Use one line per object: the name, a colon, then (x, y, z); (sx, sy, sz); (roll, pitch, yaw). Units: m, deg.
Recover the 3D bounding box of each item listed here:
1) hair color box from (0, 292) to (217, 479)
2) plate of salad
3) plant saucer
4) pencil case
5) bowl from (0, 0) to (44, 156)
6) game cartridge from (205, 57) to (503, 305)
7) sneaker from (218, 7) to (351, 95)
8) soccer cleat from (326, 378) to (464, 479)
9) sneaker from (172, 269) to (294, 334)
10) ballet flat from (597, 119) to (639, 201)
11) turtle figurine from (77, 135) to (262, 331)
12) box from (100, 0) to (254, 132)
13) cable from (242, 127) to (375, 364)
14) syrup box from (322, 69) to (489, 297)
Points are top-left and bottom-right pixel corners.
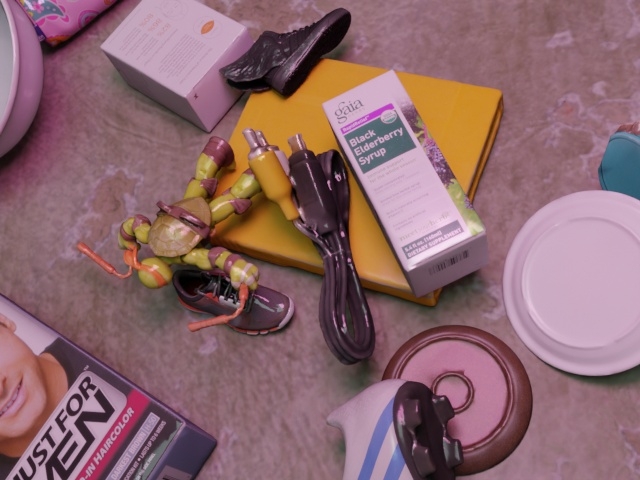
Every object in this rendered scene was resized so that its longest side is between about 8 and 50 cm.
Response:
hair color box: (-0.327, 0.204, 0.954); (0.374, 0.113, 0.185); (27, 75, 24)
plate of salad: (0.294, 0.045, 0.894); (0.200, 0.048, 0.199); (-7, 78, 36)
plant saucer: (0.145, 0.168, 0.902); (0.168, 0.029, 0.168); (-5, 65, 11)
pencil case: (-0.340, -0.412, 1.232); (0.284, 0.124, 0.124); (-41, 63, -7)
bowl: (-0.486, -0.228, 1.149); (0.298, 0.134, 0.297); (0, 91, 25)
game cartridge: (0.034, -0.090, 1.039); (0.324, 0.052, 0.285); (15, 71, 22)
sneaker: (-0.044, -0.253, 1.077); (0.089, 0.051, 0.170); (37, 83, 22)
soccer cleat: (0.087, 0.307, 0.823); (0.143, 0.116, 0.331); (-23, 68, 38)
sneaker: (-0.110, 0.069, 0.988); (0.158, 0.065, 0.061); (9, 68, 18)
ballet flat: (0.450, 0.039, 0.849); (0.147, 0.147, 0.409); (-30, 66, -1)
turtle figurine: (-0.161, -0.023, 0.976); (0.269, 0.087, 0.217); (17, 62, 35)
box: (-0.188, -0.252, 1.138); (0.170, 0.091, 0.130); (33, 77, 25)
cable: (0.000, 0.000, 0.940); (0.072, 0.139, 0.287); (-22, 80, 31)
syrup box: (0.094, -0.066, 0.929); (0.093, 0.096, 0.237); (-26, 64, 2)
